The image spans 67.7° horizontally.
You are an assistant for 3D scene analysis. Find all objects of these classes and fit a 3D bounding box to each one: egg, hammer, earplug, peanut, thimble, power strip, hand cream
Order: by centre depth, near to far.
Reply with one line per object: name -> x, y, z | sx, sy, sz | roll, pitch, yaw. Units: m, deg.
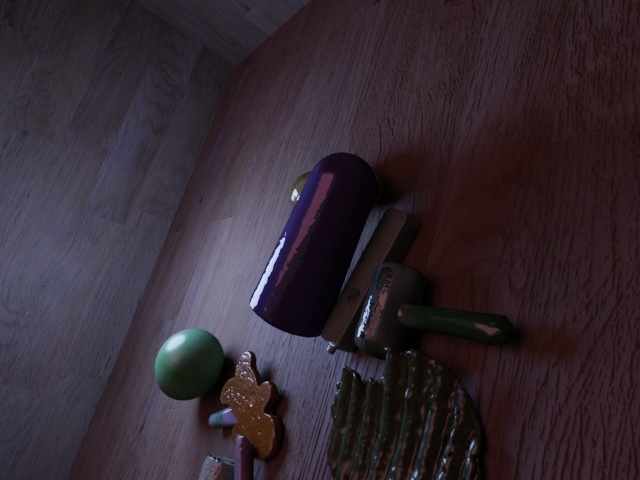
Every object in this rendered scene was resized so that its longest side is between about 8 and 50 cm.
hammer -> 0.219, 0.151, 0.929 | 0.335, 0.119, 0.206 | 2, 69, 50
power strip -> 0.115, 0.105, 1.158 | 0.385, 0.062, 0.091 | -62, 30, 0
earplug -> 0.000, 0.000, 1.198 | 0.456, 0.215, 0.215 | -66, 29, 12
thimble -> -0.273, 0.639, 1.297 | 0.115, 0.102, 0.090 | 4, 69, 31
peanut -> 0.040, -0.149, 1.379 | 0.340, 0.158, 0.174 | -23, 32, 45
hand cream -> -0.264, 0.528, 1.437 | 0.174, 0.047, 0.076 | -26, 46, 33
egg -> -0.445, 0.421, 1.615 | 0.269, 0.220, 0.220 | -49, 33, 26

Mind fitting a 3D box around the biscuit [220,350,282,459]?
biscuit -> -0.187, 0.474, 1.338 | 0.205, 0.049, 0.324 | -59, 36, 6

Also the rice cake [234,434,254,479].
rice cake -> -0.192, 0.630, 1.194 | 0.055, 0.049, 0.270 | -19, 61, 30

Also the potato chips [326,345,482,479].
potato chips -> 0.119, 0.407, 0.876 | 0.373, 0.097, 0.389 | -31, 45, 43
